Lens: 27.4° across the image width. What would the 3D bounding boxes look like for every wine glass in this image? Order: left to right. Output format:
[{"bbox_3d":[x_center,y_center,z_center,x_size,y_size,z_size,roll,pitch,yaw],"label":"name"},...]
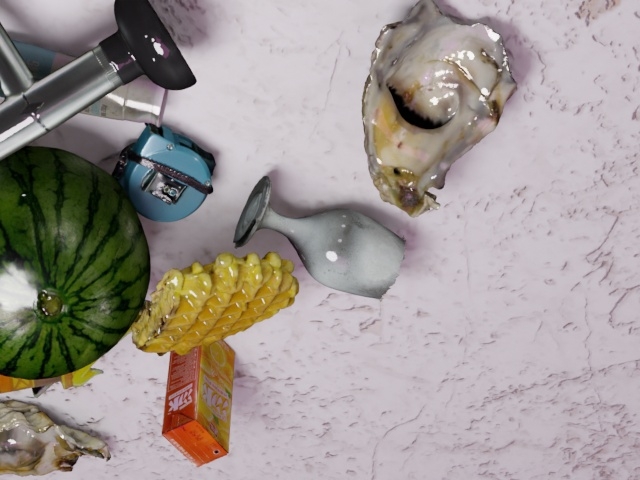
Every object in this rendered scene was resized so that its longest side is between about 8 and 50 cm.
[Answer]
[{"bbox_3d":[0.000,0.000,1.950,0.241,0.126,0.126,24,127,-15],"label":"wine glass"}]

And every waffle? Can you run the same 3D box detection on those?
[{"bbox_3d":[-0.163,0.097,1.896,0.283,0.065,0.309,-25,160,17],"label":"waffle"}]

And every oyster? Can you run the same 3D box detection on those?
[{"bbox_3d":[-0.545,0.340,2.278,0.355,0.107,0.201,6,152,-20],"label":"oyster"},{"bbox_3d":[0.146,-0.189,1.804,0.271,0.100,0.275,-30,112,21],"label":"oyster"}]

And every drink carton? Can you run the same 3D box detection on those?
[{"bbox_3d":[-0.193,0.242,2.095,0.071,0.223,0.096,-26,126,20],"label":"drink carton"}]

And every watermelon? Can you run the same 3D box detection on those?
[{"bbox_3d":[-0.361,0.041,1.765,0.331,0.189,0.330,-14,115,-32],"label":"watermelon"}]

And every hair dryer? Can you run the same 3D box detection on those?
[{"bbox_3d":[-0.359,-0.271,1.680,0.320,0.156,0.284,-23,106,-3],"label":"hair dryer"}]

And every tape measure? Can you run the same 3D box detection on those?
[{"bbox_3d":[-0.226,-0.093,1.899,0.146,0.081,0.125,27,109,-23],"label":"tape measure"}]

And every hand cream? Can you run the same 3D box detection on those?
[{"bbox_3d":[-0.368,-0.223,1.804,0.312,0.070,0.111,10,133,-3],"label":"hand cream"}]

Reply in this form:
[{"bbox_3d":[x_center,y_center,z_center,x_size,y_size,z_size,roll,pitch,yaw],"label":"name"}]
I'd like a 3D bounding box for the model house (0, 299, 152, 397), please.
[{"bbox_3d":[-0.424,0.040,1.968,0.313,0.242,0.357,-12,122,-18],"label":"model house"}]
